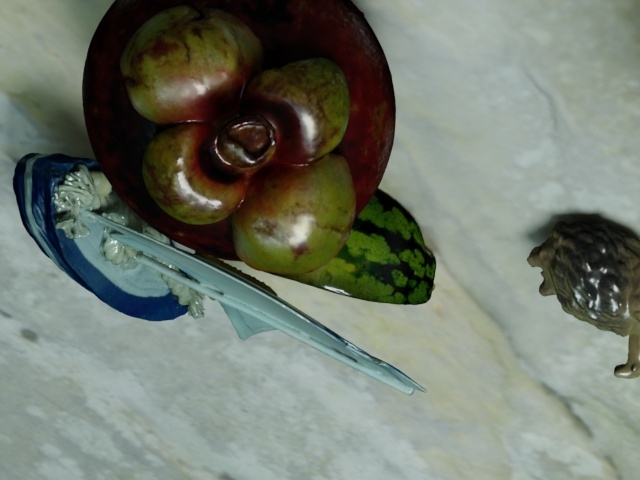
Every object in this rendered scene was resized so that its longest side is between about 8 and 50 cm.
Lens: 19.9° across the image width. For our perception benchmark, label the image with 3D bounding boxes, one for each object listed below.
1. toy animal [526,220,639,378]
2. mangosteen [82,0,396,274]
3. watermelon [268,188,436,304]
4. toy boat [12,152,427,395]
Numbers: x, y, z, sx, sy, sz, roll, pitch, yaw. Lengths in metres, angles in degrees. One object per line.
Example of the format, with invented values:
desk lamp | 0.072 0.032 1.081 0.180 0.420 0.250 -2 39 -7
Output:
toy animal | 0.230 0.054 1.103 0.219 0.086 0.069 18 178 -5
mangosteen | -0.042 -0.067 0.995 0.200 0.200 0.200 11 138 10
watermelon | 0.004 -0.011 1.150 0.163 0.087 0.069 19 101 -1
toy boat | -0.064 0.037 1.119 0.291 0.067 0.220 29 168 28
